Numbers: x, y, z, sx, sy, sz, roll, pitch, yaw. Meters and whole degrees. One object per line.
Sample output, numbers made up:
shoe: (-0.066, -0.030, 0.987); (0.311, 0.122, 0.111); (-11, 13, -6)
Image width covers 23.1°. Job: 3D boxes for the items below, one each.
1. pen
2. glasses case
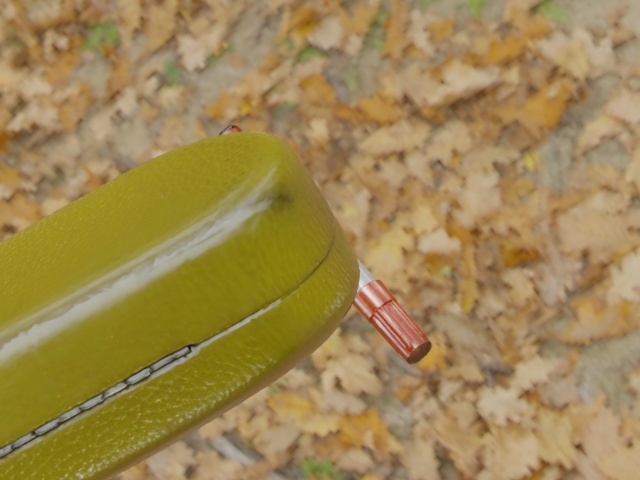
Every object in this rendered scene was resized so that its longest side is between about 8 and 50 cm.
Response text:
pen: (0.000, 0.000, 1.181); (0.028, 0.028, 0.239); (-41, 68, 0)
glasses case: (-0.153, 0.074, 0.950); (0.371, 0.141, 0.173); (-29, 25, 4)
